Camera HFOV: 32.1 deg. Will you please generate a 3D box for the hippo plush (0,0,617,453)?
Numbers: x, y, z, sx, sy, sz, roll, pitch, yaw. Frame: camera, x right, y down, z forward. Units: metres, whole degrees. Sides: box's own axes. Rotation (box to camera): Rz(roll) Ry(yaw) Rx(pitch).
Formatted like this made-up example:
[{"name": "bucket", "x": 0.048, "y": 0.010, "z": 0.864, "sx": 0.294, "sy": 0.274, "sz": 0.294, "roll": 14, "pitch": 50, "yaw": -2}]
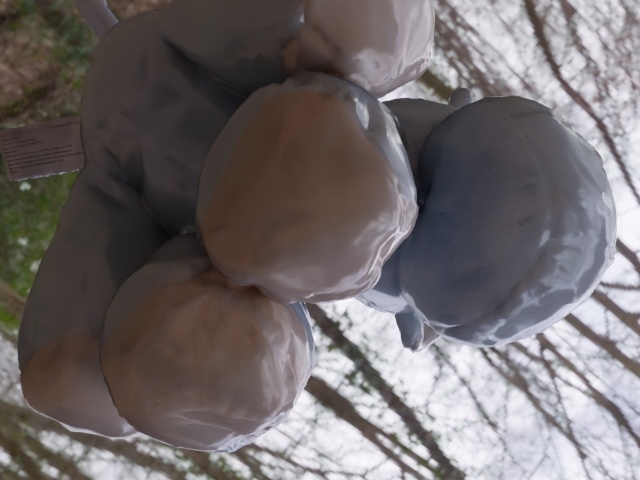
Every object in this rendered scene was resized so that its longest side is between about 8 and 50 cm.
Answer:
[{"name": "hippo plush", "x": 0.000, "y": 0.000, "z": 0.535, "sx": 0.294, "sy": 0.236, "sz": 0.234, "roll": 7, "pitch": -104, "yaw": 53}]
